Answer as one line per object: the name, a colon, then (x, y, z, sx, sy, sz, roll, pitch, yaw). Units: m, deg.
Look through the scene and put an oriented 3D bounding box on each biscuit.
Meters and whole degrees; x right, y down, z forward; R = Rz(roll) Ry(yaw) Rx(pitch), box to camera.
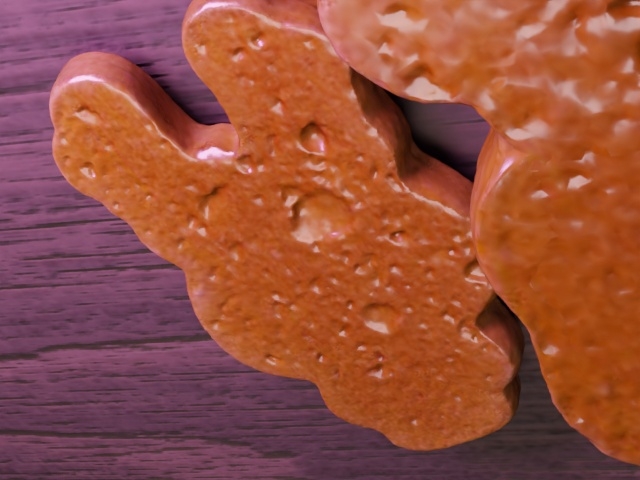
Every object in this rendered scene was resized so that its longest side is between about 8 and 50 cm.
biscuit: (0.000, 0.000, 0.691, 0.202, 0.047, 0.334, -25, 118, 31)
biscuit: (0.221, -0.047, 0.478, 0.350, 0.078, 0.455, -17, 121, 29)
